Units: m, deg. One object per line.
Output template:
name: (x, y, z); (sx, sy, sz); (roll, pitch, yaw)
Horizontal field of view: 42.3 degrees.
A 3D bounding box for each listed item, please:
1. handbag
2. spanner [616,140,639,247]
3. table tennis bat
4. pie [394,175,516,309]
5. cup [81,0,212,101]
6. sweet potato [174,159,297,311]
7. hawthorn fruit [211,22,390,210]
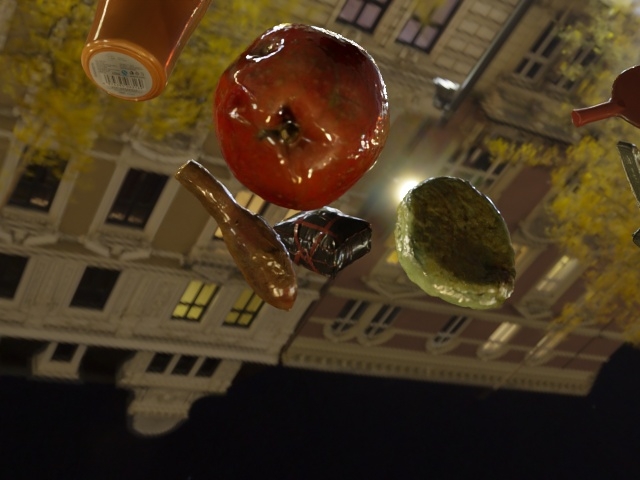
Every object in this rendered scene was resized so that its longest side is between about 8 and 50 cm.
handbag: (0.000, 0.000, 2.093); (0.215, 0.155, 0.169); (19, -139, 29)
spanner: (0.562, -0.066, 1.438); (0.093, 0.026, 0.325); (14, 154, 41)
table tennis bat: (0.385, -0.170, 1.022); (0.155, 0.019, 0.098); (-16, -114, -4)
pie: (0.248, 0.003, 1.528); (0.277, 0.078, 0.277); (18, -130, -23)
cup: (-0.290, -0.350, 1.324); (0.182, 0.226, 0.264); (31, -127, -28)
sweet potato: (-0.153, -0.012, 1.663); (0.385, 0.109, 0.109); (57, -153, -22)
hawthorn fruit: (-0.030, -0.178, 1.216); (0.275, 0.275, 0.299); (30, -160, -5)
